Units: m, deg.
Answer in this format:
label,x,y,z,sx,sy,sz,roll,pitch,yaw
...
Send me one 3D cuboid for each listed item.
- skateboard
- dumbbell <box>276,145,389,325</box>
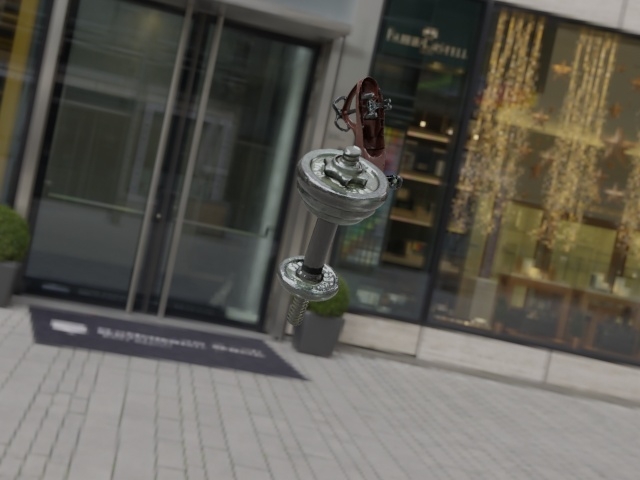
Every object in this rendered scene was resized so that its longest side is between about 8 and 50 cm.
label,x,y,z,sx,sy,sz,roll,pitch,yaw
skateboard,0.055,-0.134,1.200,0.067,0.151,0.080,-1,-2,-42
dumbbell,0.000,0.000,1.093,0.110,0.254,0.110,14,33,-9
